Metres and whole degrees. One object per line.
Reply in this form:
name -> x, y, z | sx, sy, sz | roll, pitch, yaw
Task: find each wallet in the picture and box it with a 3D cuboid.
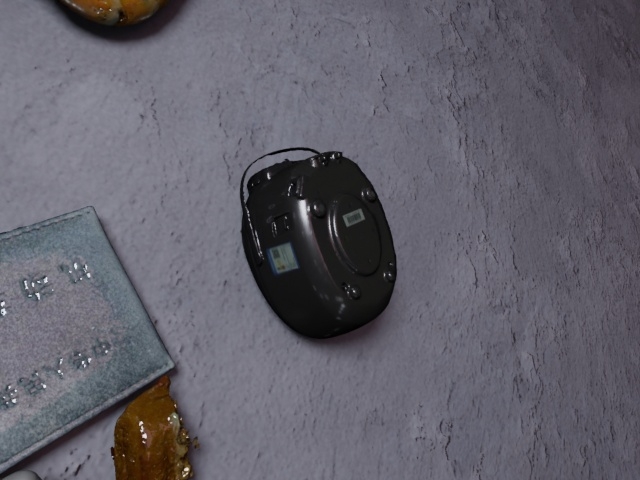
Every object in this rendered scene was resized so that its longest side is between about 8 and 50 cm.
wallet -> -0.234, 0.080, 0.367 | 0.222, 0.036, 0.167 | -27, 92, -41

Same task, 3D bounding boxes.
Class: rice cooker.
rice cooker -> -0.001, -0.001, 0.521 | 0.142, 0.118, 0.202 | -23, 93, -40

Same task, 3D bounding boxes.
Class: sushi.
sushi -> -0.130, 0.171, 0.406 | 0.060, 0.062, 0.117 | 2, 93, -46

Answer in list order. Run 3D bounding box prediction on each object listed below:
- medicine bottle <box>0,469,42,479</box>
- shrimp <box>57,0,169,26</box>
medicine bottle -> -0.173, 0.239, 0.313 | 0.168, 0.105, 0.105 | 54, 51, -10
shrimp -> -0.204, -0.350, 0.502 | 0.222, 0.054, 0.290 | 56, 46, -28
